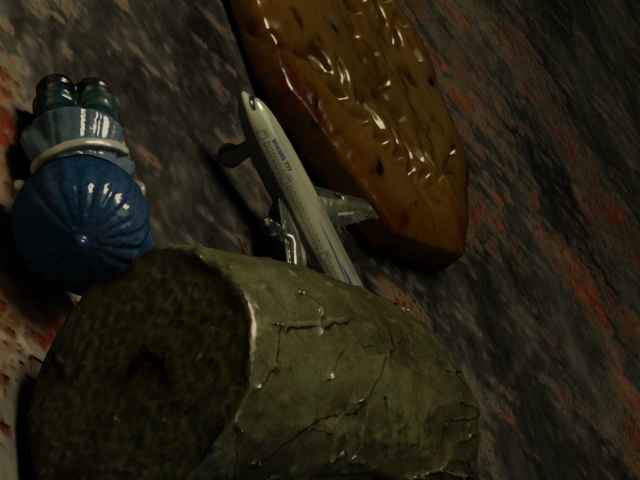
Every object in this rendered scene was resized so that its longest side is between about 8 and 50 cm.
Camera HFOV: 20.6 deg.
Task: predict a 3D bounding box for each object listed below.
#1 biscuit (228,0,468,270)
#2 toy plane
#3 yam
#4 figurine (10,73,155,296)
[{"bbox_3d":[0.026,-0.140,1.402,0.359,0.046,0.359,47,27,-34],"label":"biscuit"},{"bbox_3d":[-0.002,0.003,1.151,0.226,0.058,0.226,53,27,-16],"label":"toy plane"},{"bbox_3d":[-0.026,0.084,0.884,0.254,0.154,0.154,24,44,-55],"label":"yam"},{"bbox_3d":[-0.120,-0.034,0.900,0.077,0.079,0.136,5,55,-16],"label":"figurine"}]
